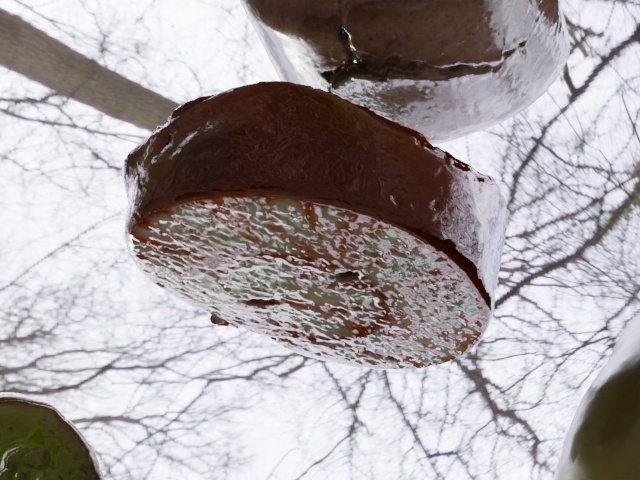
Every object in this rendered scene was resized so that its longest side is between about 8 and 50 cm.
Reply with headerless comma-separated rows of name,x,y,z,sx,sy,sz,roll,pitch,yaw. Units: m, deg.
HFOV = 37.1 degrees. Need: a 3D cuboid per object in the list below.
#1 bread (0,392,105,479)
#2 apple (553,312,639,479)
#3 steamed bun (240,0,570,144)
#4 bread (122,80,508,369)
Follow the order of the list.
bread,-0.315,0.260,0.899,0.070,0.236,0.236,-11,-101,62
apple,0.368,0.246,0.664,0.473,0.473,0.474,-2,-95,22
steamed bun,0.069,-0.199,0.909,0.301,0.252,0.199,6,-129,26
bread,0.000,-0.002,0.810,0.295,0.327,0.114,-22,-133,48
